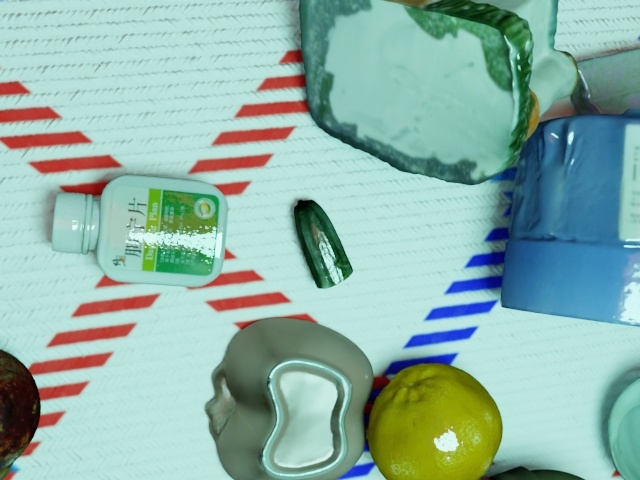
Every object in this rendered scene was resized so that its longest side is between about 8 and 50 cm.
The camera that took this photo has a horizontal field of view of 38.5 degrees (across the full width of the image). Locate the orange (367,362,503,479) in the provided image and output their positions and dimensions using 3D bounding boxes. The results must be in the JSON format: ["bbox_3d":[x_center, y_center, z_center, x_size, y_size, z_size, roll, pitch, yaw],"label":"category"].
[{"bbox_3d":[0.126,0.211,1.042,0.159,0.159,0.136,-35,116,-10],"label":"orange"}]

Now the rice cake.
[{"bbox_3d":[0.455,-0.207,1.164,0.298,0.050,0.106,-16,95,-13],"label":"rice cake"}]

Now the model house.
[{"bbox_3d":[0.168,-0.229,1.032,0.301,0.271,0.190,-40,137,-35],"label":"model house"}]

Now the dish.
[{"bbox_3d":[-0.027,0.196,1.039,0.213,0.090,0.213,-1,92,-14],"label":"dish"}]

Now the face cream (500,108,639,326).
[{"bbox_3d":[0.340,-0.016,1.043,0.249,0.249,0.225,9,87,-14],"label":"face cream"}]

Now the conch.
[{"bbox_3d":[0.457,0.251,1.143,0.185,0.121,0.221,-38,93,-6],"label":"conch"}]

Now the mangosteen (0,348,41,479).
[{"bbox_3d":[-0.365,0.192,0.943,0.146,0.156,0.181,-14,127,-37],"label":"mangosteen"}]

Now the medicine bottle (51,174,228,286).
[{"bbox_3d":[-0.197,-0.013,1.003,0.183,0.069,0.119,5,93,-13],"label":"medicine bottle"}]

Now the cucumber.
[{"bbox_3d":[0.000,0.000,1.060,0.048,0.048,0.105,-22,97,-12],"label":"cucumber"}]

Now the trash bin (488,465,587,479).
[{"bbox_3d":[0.198,0.387,1.040,0.334,0.214,0.214,-21,96,-9],"label":"trash bin"}]
